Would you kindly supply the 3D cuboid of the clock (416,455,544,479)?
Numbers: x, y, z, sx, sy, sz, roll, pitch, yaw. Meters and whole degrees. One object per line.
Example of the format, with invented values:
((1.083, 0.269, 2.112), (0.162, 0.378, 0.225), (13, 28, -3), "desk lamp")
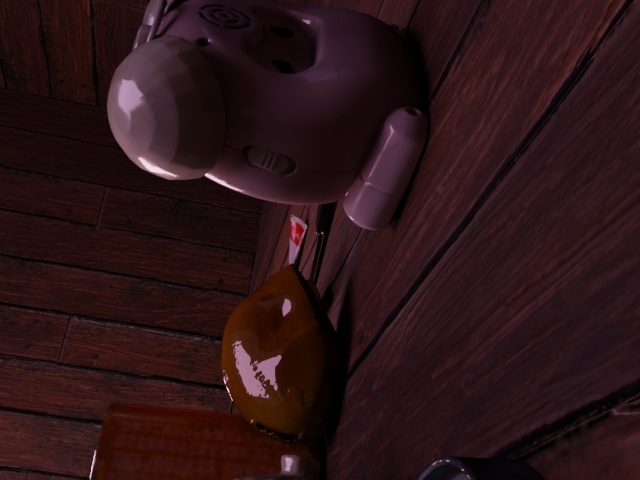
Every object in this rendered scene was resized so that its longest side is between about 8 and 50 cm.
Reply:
((0.077, 0.226, 0.417), (0.215, 0.042, 0.214), (-170, 90, -82), "clock")

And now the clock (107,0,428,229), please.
((-0.059, -0.175, 0.884), (0.342, 0.326, 0.184), (-92, 16, -58), "clock")

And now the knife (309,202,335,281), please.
((0.000, 0.000, 1.344), (0.060, 0.028, 0.230), (-68, -10, -65), "knife")

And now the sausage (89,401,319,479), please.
((-0.157, 0.350, 1.033), (0.233, 0.287, 0.233), (-174, 90, -84), "sausage")

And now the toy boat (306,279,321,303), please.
((-0.057, 0.172, 1.271), (0.321, 0.089, 0.121), (114, 158, -54), "toy boat")

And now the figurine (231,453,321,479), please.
((-0.017, 0.347, 0.609), (0.185, 0.205, 0.332), (84, 164, -60), "figurine")

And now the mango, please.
((-0.050, 0.163, 1.033), (0.136, 0.166, 0.236), (50, -171, -43), "mango")

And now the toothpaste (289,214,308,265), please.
((-0.080, 0.093, 1.692), (0.075, 0.048, 0.300), (-91, 16, -72), "toothpaste")
